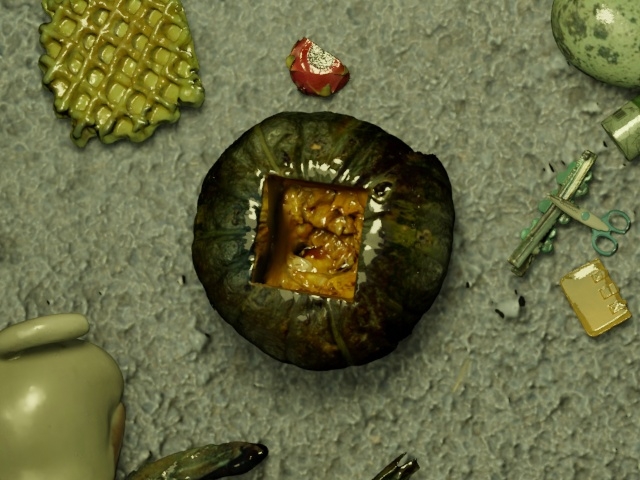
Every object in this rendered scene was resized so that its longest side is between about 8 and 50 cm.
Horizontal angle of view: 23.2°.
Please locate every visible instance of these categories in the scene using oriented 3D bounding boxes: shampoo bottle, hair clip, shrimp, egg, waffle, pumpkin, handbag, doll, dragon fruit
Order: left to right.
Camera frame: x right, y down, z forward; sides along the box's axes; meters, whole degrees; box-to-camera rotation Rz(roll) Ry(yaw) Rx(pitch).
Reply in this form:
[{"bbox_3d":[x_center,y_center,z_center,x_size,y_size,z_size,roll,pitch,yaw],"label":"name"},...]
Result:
[{"bbox_3d":[-0.334,0.279,1.878,0.215,0.226,0.370,-8,87,-4],"label":"doll"},{"bbox_3d":[-0.256,-0.229,1.962,0.204,0.054,0.223,-17,84,8],"label":"waffle"},{"bbox_3d":[-0.084,0.354,1.909,0.445,0.085,0.272,-31,78,11],"label":"shrimp"},{"bbox_3d":[-0.011,-0.210,1.922,0.083,0.056,0.060,38,93,7],"label":"dragon fruit"},{"bbox_3d":[0.000,0.000,1.844,0.321,0.192,0.320,0,90,10],"label":"pumpkin"},{"bbox_3d":[0.279,-0.034,1.879,0.049,0.049,0.173,35,89,8],"label":"hair clip"},{"bbox_3d":[0.331,0.069,1.873,0.061,0.027,0.083,-28,83,8],"label":"handbag"},{"bbox_3d":[0.350,-0.248,1.826,0.172,0.132,0.132,41,94,16],"label":"egg"},{"bbox_3d":[0.433,-0.177,1.849,0.204,0.065,0.065,-37,83,7],"label":"shampoo bottle"}]

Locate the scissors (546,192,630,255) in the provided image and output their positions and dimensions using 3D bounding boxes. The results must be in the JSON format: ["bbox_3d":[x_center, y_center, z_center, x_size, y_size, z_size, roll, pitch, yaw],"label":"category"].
[{"bbox_3d":[0.317,-0.028,1.861,0.119,0.014,0.058,30,93,-22],"label":"scissors"}]
